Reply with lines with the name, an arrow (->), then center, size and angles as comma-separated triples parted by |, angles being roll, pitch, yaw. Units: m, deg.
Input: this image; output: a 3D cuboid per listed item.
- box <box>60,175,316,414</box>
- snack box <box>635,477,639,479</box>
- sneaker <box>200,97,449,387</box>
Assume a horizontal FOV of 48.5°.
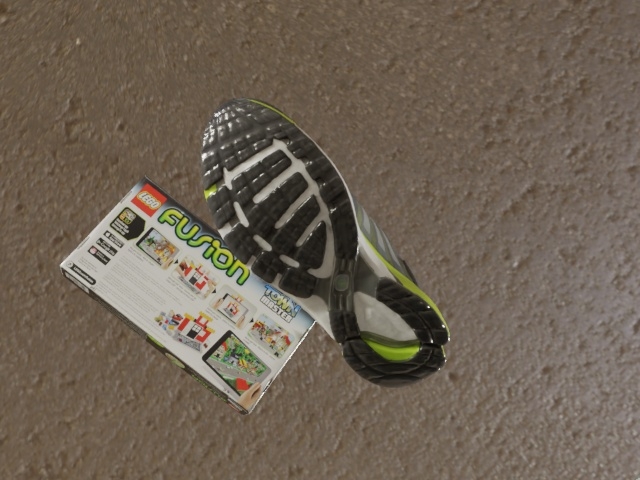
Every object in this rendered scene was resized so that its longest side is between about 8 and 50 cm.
box -> -0.114, 0.049, 0.643 | 0.207, 0.036, 0.114 | 39, 67, -2
snack box -> 0.177, 0.252, 0.513 | 0.174, 0.070, 0.207 | -16, 144, -25
sneaker -> 0.000, 0.000, 0.628 | 0.111, 0.121, 0.300 | -32, 115, 8
